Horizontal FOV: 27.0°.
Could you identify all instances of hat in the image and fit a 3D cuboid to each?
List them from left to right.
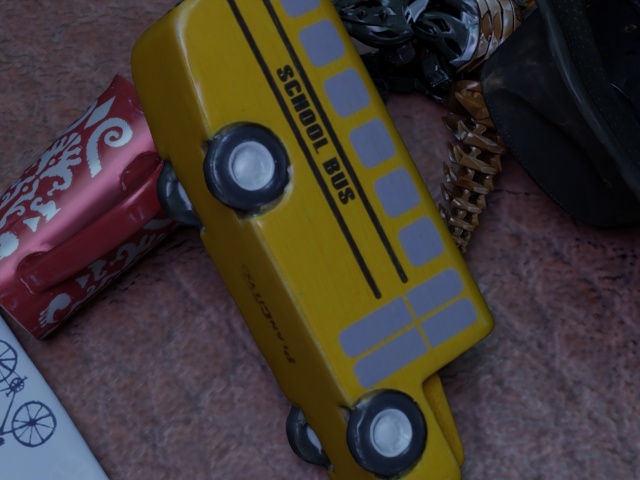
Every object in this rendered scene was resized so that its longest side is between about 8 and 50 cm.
[{"bbox_3d":[0.196,-0.099,0.879,0.134,0.331,0.331,-20,57,41],"label":"hat"}]

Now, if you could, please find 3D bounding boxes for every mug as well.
[{"bbox_3d":[-0.166,-0.023,0.919,0.169,0.150,0.113,-43,82,-8],"label":"mug"}]

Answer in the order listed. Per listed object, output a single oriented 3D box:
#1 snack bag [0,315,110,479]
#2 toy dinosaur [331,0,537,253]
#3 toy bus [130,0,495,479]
[{"bbox_3d":[-0.324,0.195,0.893,0.343,0.037,0.323,-34,67,-9],"label":"snack bag"},{"bbox_3d":[0.074,-0.156,0.955,0.219,0.164,0.322,-1,47,-10],"label":"toy dinosaur"},{"bbox_3d":[0.000,0.000,0.831,0.130,0.108,0.332,-31,97,-24],"label":"toy bus"}]
